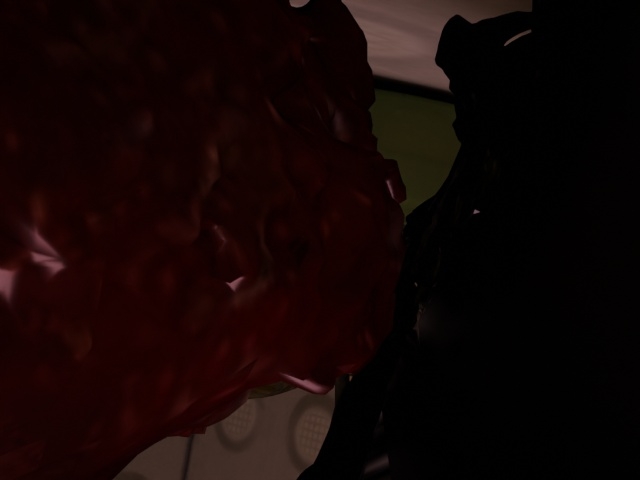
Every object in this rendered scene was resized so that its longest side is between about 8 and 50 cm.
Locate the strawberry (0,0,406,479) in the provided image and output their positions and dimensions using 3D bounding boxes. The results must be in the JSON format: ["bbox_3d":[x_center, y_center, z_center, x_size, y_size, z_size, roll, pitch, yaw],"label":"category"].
[{"bbox_3d":[-0.112,-0.034,0.424,0.274,0.220,0.274,-6,-149,4],"label":"strawberry"}]

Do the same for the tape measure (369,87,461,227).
[{"bbox_3d":[0.037,-0.041,0.937,0.177,0.088,0.154,13,178,-14],"label":"tape measure"}]

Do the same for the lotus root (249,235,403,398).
[{"bbox_3d":[-0.002,-0.001,1.115,0.154,0.154,0.278,8,-145,46],"label":"lotus root"}]

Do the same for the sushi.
[{"bbox_3d":[0.116,0.030,0.595,0.215,0.227,0.212,16,-176,-10],"label":"sushi"}]
